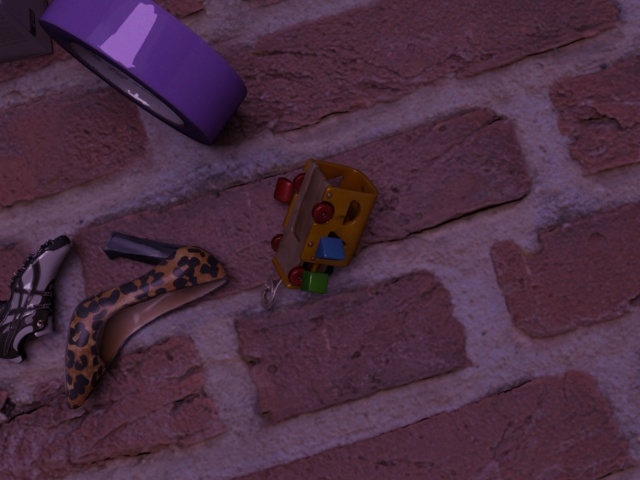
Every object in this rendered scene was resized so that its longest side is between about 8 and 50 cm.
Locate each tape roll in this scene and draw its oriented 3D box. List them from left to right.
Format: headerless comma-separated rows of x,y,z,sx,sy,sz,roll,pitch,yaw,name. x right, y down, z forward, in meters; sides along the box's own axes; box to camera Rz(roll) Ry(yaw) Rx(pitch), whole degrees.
-0.234,-0.242,1.140,0.274,0.275,0.090,32,85,8,tape roll

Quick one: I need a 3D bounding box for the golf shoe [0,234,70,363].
-0.403,0.084,1.212,0.094,0.077,0.198,37,92,-3,golf shoe

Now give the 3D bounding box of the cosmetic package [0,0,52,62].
-0.497,-0.357,1.221,0.151,0.184,0.151,-9,81,4,cosmetic package

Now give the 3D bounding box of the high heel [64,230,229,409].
-0.242,0.121,1.175,0.186,0.093,0.261,12,74,12,high heel

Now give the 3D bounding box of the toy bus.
0.006,-0.007,1.173,0.104,0.202,0.191,9,73,-26,toy bus
